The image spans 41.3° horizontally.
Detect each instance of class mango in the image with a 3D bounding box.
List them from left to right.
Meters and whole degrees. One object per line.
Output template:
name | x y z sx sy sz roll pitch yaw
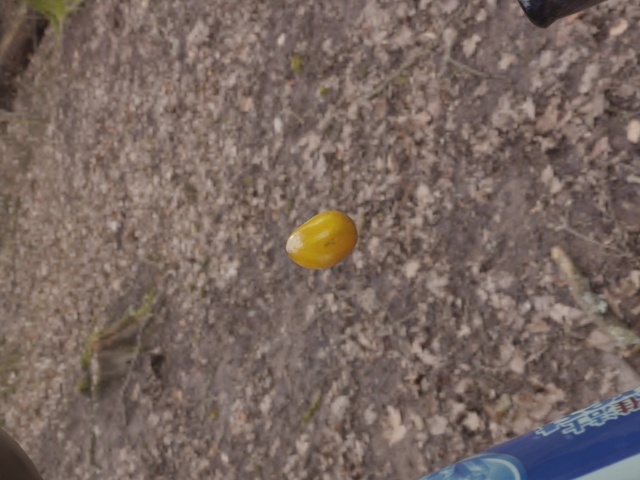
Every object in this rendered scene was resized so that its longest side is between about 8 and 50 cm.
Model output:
mango | 0.000 0.000 0.872 0.046 0.089 0.060 25 117 44

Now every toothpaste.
toothpaste | 0.094 0.104 0.357 0.069 0.268 0.047 -129 25 -58

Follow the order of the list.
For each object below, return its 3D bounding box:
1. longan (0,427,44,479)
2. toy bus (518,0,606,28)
longan | -0.185 0.160 0.286 0.246 0.215 0.246 -40 41 47
toy bus | 0.167 -0.195 0.236 0.302 0.127 0.147 -28 29 28
